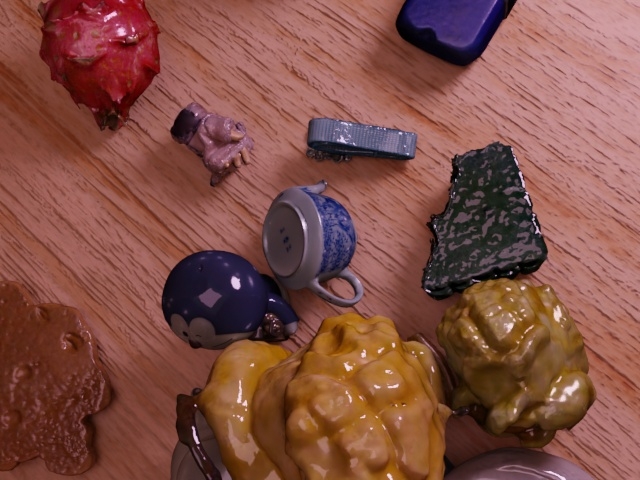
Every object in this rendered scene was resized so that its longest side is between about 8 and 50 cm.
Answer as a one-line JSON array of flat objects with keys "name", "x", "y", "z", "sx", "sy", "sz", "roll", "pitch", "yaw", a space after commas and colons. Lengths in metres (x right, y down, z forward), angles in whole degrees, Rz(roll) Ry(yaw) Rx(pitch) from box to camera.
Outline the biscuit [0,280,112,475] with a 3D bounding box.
[{"name": "biscuit", "x": -0.499, "y": 0.241, "z": 1.365, "sx": 0.269, "sy": 0.051, "sz": 0.376, "roll": -36, "pitch": 75, "yaw": 4}]

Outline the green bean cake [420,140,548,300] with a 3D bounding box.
[{"name": "green bean cake", "x": 0.229, "y": -0.027, "z": 1.199, "sx": 0.193, "sy": 0.107, "sz": 0.208, "roll": -17, "pitch": 76, "yaw": 14}]

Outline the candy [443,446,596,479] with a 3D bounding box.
[{"name": "candy", "x": 0.271, "y": 0.500, "z": 1.061, "sx": 0.386, "sy": 0.186, "sz": 0.427, "roll": 3, "pitch": 79, "yaw": 9}]

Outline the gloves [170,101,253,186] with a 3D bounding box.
[{"name": "gloves", "x": -0.181, "y": -0.171, "z": 1.331, "sx": 0.110, "sy": 0.094, "sz": 0.144, "roll": -37, "pitch": 94, "yaw": 15}]

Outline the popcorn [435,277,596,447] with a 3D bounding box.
[{"name": "popcorn", "x": 0.265, "y": 0.161, "z": 1.091, "sx": 0.195, "sy": 0.256, "sz": 0.255, "roll": -19, "pitch": 48, "yaw": 18}]

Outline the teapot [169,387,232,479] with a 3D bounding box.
[{"name": "teapot", "x": -0.180, "y": 0.402, "z": 1.209, "sx": 0.220, "sy": 0.149, "sz": 0.318, "roll": 37, "pitch": 90, "yaw": 18}]

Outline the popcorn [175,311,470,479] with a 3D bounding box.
[{"name": "popcorn", "x": -0.004, "y": 0.257, "z": 1.043, "sx": 0.381, "sy": 0.349, "sz": 0.349, "roll": 5, "pitch": 82, "yaw": -4}]

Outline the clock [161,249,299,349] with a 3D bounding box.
[{"name": "clock", "x": -0.144, "y": 0.098, "z": 1.202, "sx": 0.199, "sy": 0.243, "sz": 0.147, "roll": 0, "pitch": 79, "yaw": 16}]

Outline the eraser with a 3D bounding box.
[{"name": "eraser", "x": 0.267, "y": -0.449, "z": 1.262, "sx": 0.155, "sy": 0.101, "sz": 0.332, "roll": 31, "pitch": 91, "yaw": 15}]

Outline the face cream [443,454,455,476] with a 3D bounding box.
[{"name": "face cream", "x": 0.094, "y": 0.410, "z": 1.176, "sx": 0.250, "sy": 0.077, "sz": 0.077, "roll": -43, "pitch": 74, "yaw": 6}]

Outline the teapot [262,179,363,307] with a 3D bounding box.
[{"name": "teapot", "x": 0.000, "y": 0.000, "z": 1.242, "sx": 0.159, "sy": 0.159, "sz": 0.232, "roll": -24, "pitch": 67, "yaw": 9}]

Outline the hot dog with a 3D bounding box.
[{"name": "hot dog", "x": 0.181, "y": 0.203, "z": 1.213, "sx": 0.044, "sy": 0.028, "sz": 0.137, "roll": -42, "pitch": 69, "yaw": 32}]

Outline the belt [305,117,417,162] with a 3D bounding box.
[{"name": "belt", "x": 0.066, "y": -0.159, "z": 1.287, "sx": 0.179, "sy": 0.100, "sz": 0.065, "roll": 9, "pitch": 82, "yaw": 0}]

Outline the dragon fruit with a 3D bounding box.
[{"name": "dragon fruit", "x": -0.374, "y": -0.321, "z": 1.352, "sx": 0.210, "sy": 0.205, "sz": 0.268, "roll": 12, "pitch": 109, "yaw": 50}]
